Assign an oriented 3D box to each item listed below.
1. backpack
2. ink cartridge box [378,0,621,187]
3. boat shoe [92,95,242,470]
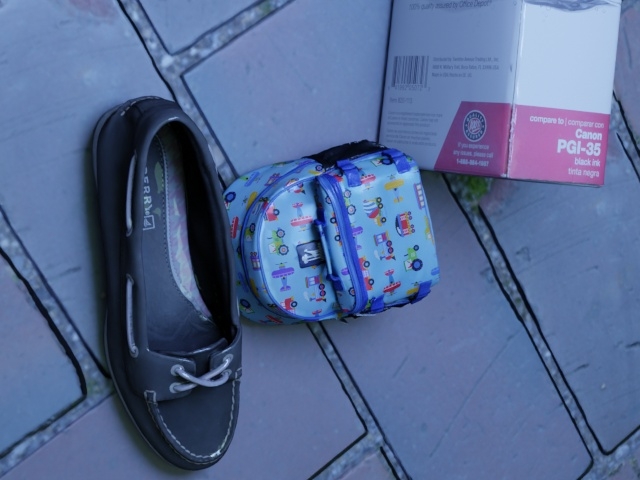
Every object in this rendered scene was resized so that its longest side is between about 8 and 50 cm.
[{"bbox_3d":[0.000,0.000,1.380,0.173,0.117,0.158,-13,101,-24],"label":"backpack"},{"bbox_3d":[0.162,-0.197,1.392,0.117,0.207,0.283,4,94,-30],"label":"ink cartridge box"},{"bbox_3d":[-0.124,0.045,1.325,0.112,0.095,0.335,-15,102,-27],"label":"boat shoe"}]
